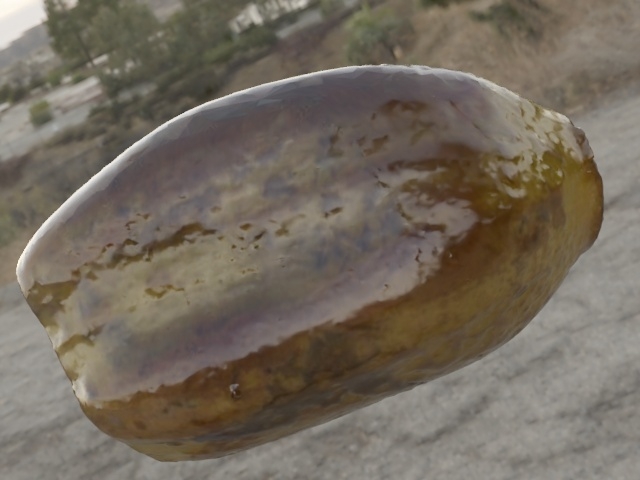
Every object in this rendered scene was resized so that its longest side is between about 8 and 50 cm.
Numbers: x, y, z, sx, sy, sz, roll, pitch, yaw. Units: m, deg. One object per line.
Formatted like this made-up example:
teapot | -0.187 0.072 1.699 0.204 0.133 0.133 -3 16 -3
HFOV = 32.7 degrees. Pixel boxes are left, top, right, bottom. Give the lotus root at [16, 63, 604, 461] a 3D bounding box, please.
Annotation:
lotus root | 0.002 0.004 0.586 0.291 0.193 0.193 -21 11 1
